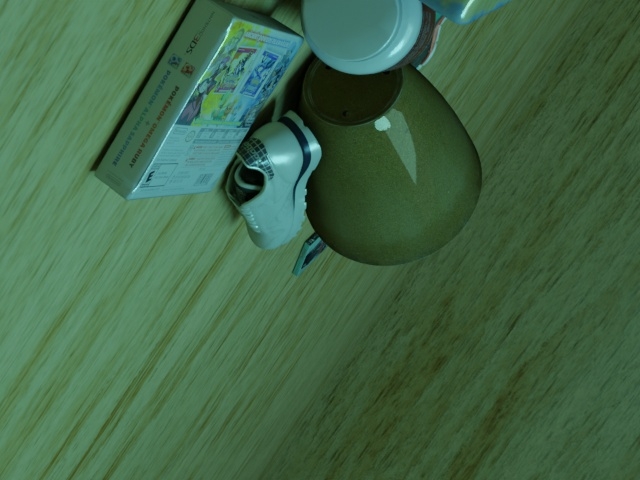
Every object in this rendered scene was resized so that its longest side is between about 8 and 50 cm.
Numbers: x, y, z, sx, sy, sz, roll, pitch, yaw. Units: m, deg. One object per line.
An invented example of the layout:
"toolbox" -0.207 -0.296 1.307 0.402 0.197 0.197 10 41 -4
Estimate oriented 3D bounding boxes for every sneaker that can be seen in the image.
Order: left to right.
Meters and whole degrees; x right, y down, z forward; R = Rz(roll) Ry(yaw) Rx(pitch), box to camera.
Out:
"sneaker" -0.071 -0.058 1.450 0.095 0.090 0.235 -34 157 -27
"sneaker" 0.130 -0.297 1.657 0.065 0.061 0.158 0 129 -43

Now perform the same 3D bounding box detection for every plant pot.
"plant pot" 0.065 -0.128 1.489 0.237 0.237 0.254 -52 154 -13

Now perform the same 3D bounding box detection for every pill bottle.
"pill bottle" 0.048 -0.228 1.233 0.121 0.121 0.216 -57 176 14

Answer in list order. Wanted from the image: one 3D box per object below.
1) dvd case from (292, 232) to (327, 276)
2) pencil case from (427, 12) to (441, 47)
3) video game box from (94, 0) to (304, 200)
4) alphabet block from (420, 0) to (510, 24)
"dvd case" 0.000 0.000 2.064 0.119 0.013 0.087 -46 166 -40
"pencil case" 0.139 -0.340 1.410 0.236 0.104 0.104 -57 169 5
"video game box" -0.107 -0.128 1.138 0.187 0.048 0.205 -55 170 12
"alphabet block" 0.132 -0.342 1.133 0.197 0.192 0.193 -59 170 30
